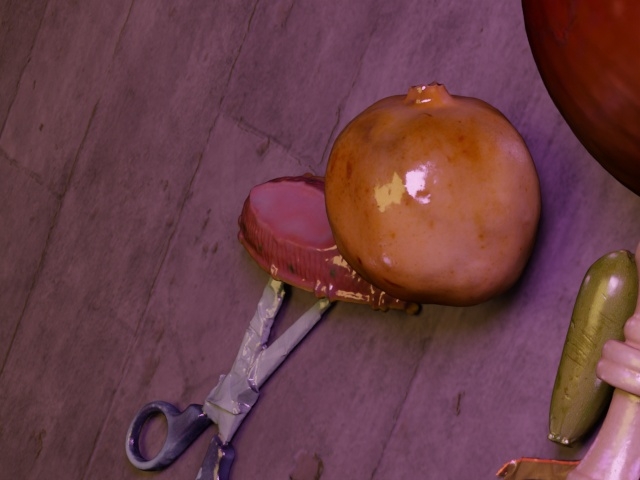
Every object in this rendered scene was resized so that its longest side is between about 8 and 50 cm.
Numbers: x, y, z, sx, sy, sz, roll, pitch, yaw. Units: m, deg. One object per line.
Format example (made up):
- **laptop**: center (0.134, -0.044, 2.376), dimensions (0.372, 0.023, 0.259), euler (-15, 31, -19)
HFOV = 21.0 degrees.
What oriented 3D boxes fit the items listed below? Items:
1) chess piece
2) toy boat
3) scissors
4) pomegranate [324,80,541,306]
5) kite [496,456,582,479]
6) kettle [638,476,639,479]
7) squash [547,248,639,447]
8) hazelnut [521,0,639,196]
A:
- **chess piece**: center (0.302, 0.118, 1.566), dimensions (0.117, 0.117, 0.397), euler (21, 94, 49)
- **toy boat**: center (-0.004, -0.004, 1.969), dimensions (0.141, 0.099, 0.318), euler (-50, 42, -10)
- **scissors**: center (-0.102, 0.189, 2.077), dimensions (0.383, 0.029, 0.256), euler (-56, 46, 22)
- **pomegranate**: center (0.112, -0.041, 1.741), dimensions (0.233, 0.233, 0.233), euler (-15, 70, 46)
- **kite**: center (0.228, 0.358, 1.665), dimensions (0.377, 0.013, 0.327), euler (-51, 48, 24)
- **kettle**: center (0.363, 0.286, 1.436), dimensions (0.236, 0.161, 0.221), euler (53, 150, 42)
- **squash**: center (0.261, 0.104, 1.651), dimensions (0.066, 0.066, 0.201), euler (28, 102, 48)
- **hazelnut**: center (0.362, -0.224, 1.380), dimensions (0.429, 0.402, 0.402), euler (-29, 59, 26)
